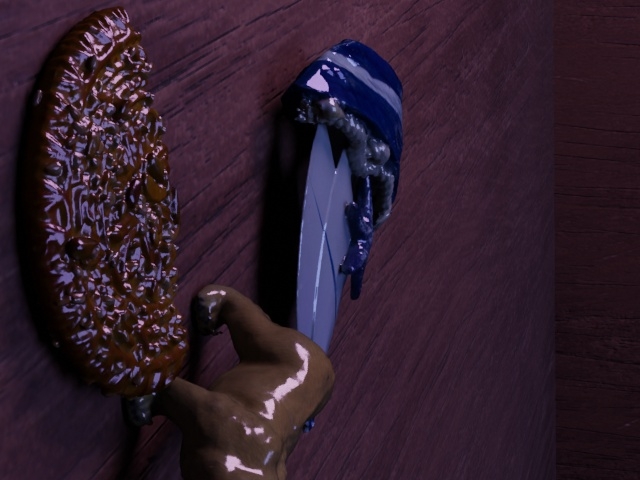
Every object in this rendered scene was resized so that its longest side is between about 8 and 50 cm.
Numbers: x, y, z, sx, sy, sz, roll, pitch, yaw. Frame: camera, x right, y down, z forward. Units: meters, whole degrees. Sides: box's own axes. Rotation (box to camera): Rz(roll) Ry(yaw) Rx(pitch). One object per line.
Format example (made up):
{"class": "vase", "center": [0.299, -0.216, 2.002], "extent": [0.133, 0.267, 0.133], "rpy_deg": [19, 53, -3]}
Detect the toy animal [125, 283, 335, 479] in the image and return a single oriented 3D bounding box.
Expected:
{"class": "toy animal", "center": [-0.048, 0.114, 0.759], "extent": [0.219, 0.101, 0.103], "rpy_deg": [-56, 146, -60]}

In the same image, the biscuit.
{"class": "biscuit", "center": [-0.106, -0.006, 0.666], "extent": [0.126, 0.025, 0.206], "rpy_deg": [-47, 133, -61]}

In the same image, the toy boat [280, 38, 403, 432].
{"class": "toy boat", "center": [0.012, -0.005, 1.010], "extent": [0.210, 0.070, 0.292], "rpy_deg": [-5, 101, -68]}
